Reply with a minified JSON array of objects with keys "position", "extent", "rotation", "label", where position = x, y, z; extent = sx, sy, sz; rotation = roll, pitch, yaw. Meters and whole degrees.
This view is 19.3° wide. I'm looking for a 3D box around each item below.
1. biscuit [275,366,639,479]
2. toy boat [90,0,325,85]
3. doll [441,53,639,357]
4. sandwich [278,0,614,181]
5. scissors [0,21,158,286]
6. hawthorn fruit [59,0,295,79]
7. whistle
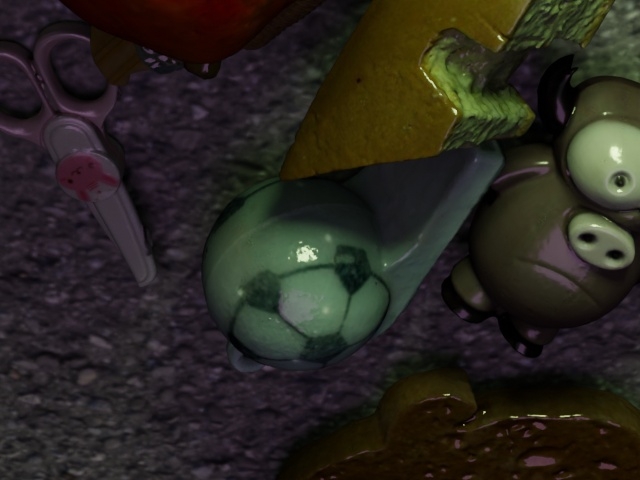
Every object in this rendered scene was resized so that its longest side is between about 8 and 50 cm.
[{"position":[0.128,0.227,1.682],"extent":[0.367,0.063,0.314],"rotation":[-13,127,13],"label":"biscuit"},{"position":[-0.035,-0.202,1.286],"extent":[0.115,0.089,0.310],"rotation":[35,123,-29],"label":"toy boat"},{"position":[0.198,-0.024,1.422],"extent":[0.182,0.117,0.257],"rotation":[29,128,-16],"label":"doll"},{"position":[0.078,-0.116,1.294],"extent":[0.128,0.122,0.235],"rotation":[42,117,19],"label":"sandwich"},{"position":[-0.180,-0.059,1.454],"extent":[0.118,0.030,0.242],"rotation":[-13,128,14],"label":"scissors"},{"position":[-0.079,-0.230,1.086],"extent":[0.265,0.265,0.307],"rotation":[-3,117,4],"label":"hawthorn fruit"},{"position":[0.000,0.000,1.425],"extent":[0.163,0.163,0.289],"rotation":[20,126,-16],"label":"whistle"}]
